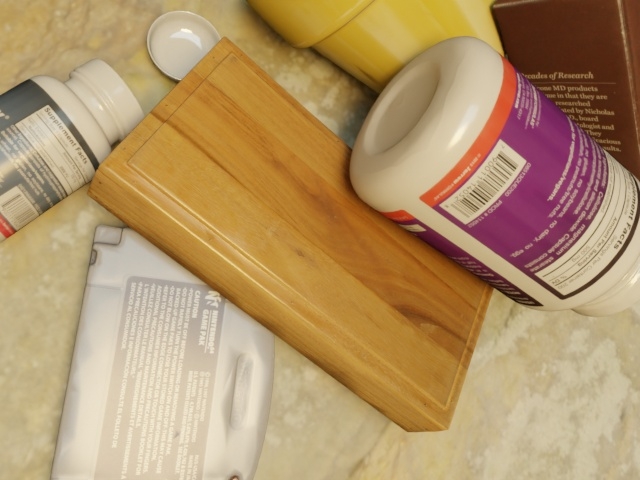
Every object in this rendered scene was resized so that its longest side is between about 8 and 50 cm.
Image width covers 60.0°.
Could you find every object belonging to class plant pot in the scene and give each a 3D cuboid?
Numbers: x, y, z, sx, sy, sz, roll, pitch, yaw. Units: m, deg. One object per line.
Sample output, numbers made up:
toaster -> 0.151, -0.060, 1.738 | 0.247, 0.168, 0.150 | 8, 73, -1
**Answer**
plant pot -> 0.084, -0.280, 0.623 | 0.239, 0.254, 0.254 | 41, 69, -27

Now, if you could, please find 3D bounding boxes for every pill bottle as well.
pill bottle -> 0.200, -0.045, 0.572 | 0.323, 0.181, 0.181 | 31, 71, -23
pill bottle -> -0.262, -0.090, 0.520 | 0.180, 0.108, 0.108 | -42, 96, -22

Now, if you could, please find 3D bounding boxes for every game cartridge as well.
game cartridge -> -0.146, 0.142, 0.552 | 0.196, 0.060, 0.294 | 9, 78, -15

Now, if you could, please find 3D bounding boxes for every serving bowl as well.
serving bowl -> -0.153, -0.213, 0.625 | 0.083, 0.027, 0.083 | 4, 79, -19

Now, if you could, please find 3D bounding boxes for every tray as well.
tray -> 0.000, 0.000, 0.580 | 0.411, 0.076, 0.203 | 40, 56, -15

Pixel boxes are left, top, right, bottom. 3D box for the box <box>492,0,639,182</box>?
box -> 0.351, -0.160, 0.655 | 0.191, 0.143, 0.381 | -48, 130, -21
